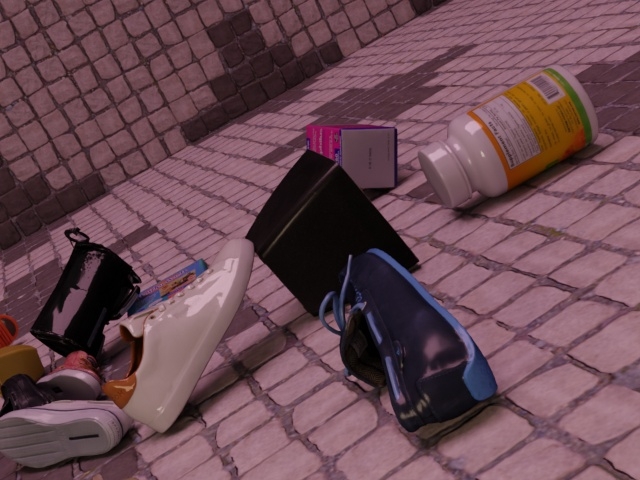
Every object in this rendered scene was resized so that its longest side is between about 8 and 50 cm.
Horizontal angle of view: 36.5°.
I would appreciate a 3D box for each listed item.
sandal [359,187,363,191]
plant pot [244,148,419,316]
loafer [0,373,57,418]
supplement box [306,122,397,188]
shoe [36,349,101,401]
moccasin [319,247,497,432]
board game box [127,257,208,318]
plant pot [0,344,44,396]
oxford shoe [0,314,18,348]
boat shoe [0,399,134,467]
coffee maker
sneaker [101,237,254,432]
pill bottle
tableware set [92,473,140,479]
[{"bbox_3d":[0.035,-0.054,1.727,0.072,0.049,0.180,-28,1,-21],"label":"sandal"},{"bbox_3d":[0.000,0.000,1.396,0.167,0.187,0.188,-43,17,-4],"label":"plant pot"},{"bbox_3d":[-0.465,0.260,1.504,0.078,0.076,0.223,-27,18,-27],"label":"loafer"},{"bbox_3d":[0.056,-0.163,1.838,0.114,0.111,0.220,-3,9,-16],"label":"supplement box"},{"bbox_3d":[-0.381,0.211,1.538,0.178,0.063,0.081,-16,25,49],"label":"shoe"},{"bbox_3d":[0.065,0.096,1.051,0.117,0.137,0.342,-34,16,-5],"label":"moccasin"},{"bbox_3d":[-0.255,0.110,1.678,0.160,0.047,0.210,-30,17,-3],"label":"board game box"},{"bbox_3d":[-0.545,0.227,1.736,0.083,0.081,0.081,-25,13,-28],"label":"plant pot"},{"bbox_3d":[-0.757,0.233,2.034,0.271,0.096,0.098,-29,10,-4],"label":"oxford shoe"},{"bbox_3d":[-0.350,0.263,1.339,0.226,0.083,0.076,-5,14,29],"label":"boat shoe"},{"bbox_3d":[-0.412,0.100,1.647,0.120,0.171,0.178,-10,50,47],"label":"coffee maker"},{"bbox_3d":[-0.187,0.099,1.283,0.290,0.123,0.106,-63,13,-26],"label":"sneaker"},{"bbox_3d":[0.276,-0.149,1.453,0.246,0.136,0.136,-29,16,-4],"label":"pill bottle"},{"bbox_3d":[-0.255,0.320,1.050,0.128,0.039,0.194,-17,19,32],"label":"tableware set"}]
